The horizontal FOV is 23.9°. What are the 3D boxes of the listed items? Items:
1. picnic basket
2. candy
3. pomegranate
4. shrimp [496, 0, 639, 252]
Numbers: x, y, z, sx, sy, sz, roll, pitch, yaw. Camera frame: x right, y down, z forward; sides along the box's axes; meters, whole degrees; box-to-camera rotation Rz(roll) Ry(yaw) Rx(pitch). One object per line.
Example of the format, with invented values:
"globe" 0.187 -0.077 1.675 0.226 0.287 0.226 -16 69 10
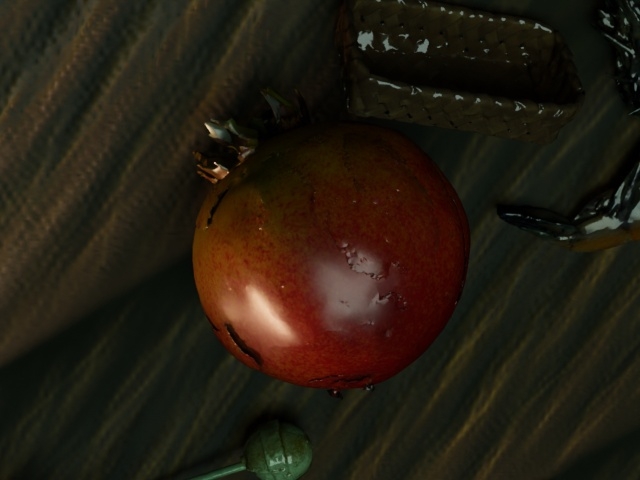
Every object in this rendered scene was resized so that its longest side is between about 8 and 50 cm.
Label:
"picnic basket" 0.103 -0.129 1.156 0.193 0.110 0.055 6 138 -18
"candy" -0.103 0.205 1.300 0.202 0.061 0.061 -19 120 3
"pomegranate" 0.000 0.000 1.141 0.210 0.210 0.235 -35 80 3
"shrimp" 0.221 -0.094 1.235 0.198 0.051 0.262 -27 123 -1
